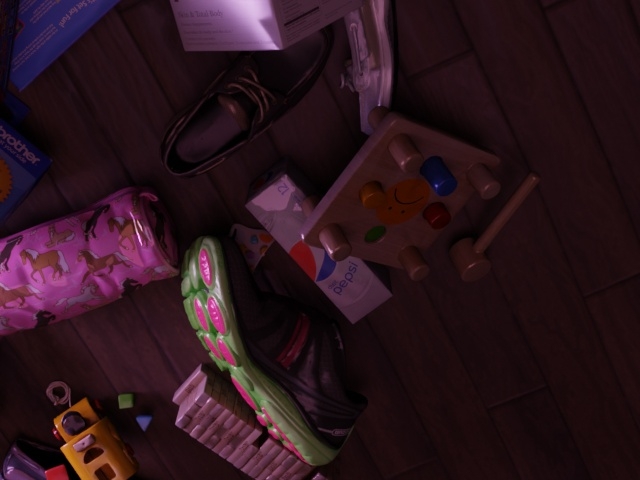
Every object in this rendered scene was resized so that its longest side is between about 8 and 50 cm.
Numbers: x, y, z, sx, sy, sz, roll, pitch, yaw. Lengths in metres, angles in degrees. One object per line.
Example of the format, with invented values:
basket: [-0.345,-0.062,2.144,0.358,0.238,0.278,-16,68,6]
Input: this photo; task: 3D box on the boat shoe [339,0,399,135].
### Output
boat shoe: [0.064,-0.314,1.511,0.103,0.118,0.320,-2,112,10]

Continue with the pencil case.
pencil case: [-0.422,0.036,1.643,0.386,0.160,0.167,-19,149,8]

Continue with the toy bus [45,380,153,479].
toy bus: [-0.415,0.364,1.773,0.202,0.104,0.191,10,86,-4]

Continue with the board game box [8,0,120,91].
board game box: [-0.407,-0.424,1.472,0.347,0.078,0.233,-36,109,18]

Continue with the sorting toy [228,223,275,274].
sorting toy: [-0.130,0.011,1.697,0.075,0.045,0.083,34,111,7]

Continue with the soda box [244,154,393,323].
soda box: [0.000,0.000,1.655,0.091,0.098,0.286,-36,109,15]

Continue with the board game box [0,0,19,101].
board game box: [-0.463,-0.316,1.401,0.027,0.145,0.281,15,116,-4]

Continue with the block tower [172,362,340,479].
block tower: [-0.118,0.370,1.820,0.335,0.097,0.091,38,108,-14]

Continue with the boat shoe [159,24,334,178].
boat shoe: [-0.113,-0.214,1.542,0.132,0.130,0.355,41,108,-16]

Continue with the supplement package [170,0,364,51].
supplement package: [-0.096,-0.421,1.369,0.199,0.198,0.263,8,124,39]

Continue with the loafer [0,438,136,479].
loafer: [-0.451,0.451,1.854,0.302,0.109,0.095,14,109,-3]

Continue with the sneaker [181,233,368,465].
sneaker: [-0.076,0.168,1.696,0.202,0.185,0.483,-41,120,-20]

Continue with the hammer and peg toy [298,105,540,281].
hammer and peg toy: [0.167,-0.065,1.571,0.361,0.127,0.266,14,124,-41]

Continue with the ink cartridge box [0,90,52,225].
ink cartridge box: [-0.607,-0.095,1.503,0.270,0.395,0.151,41,138,-14]
